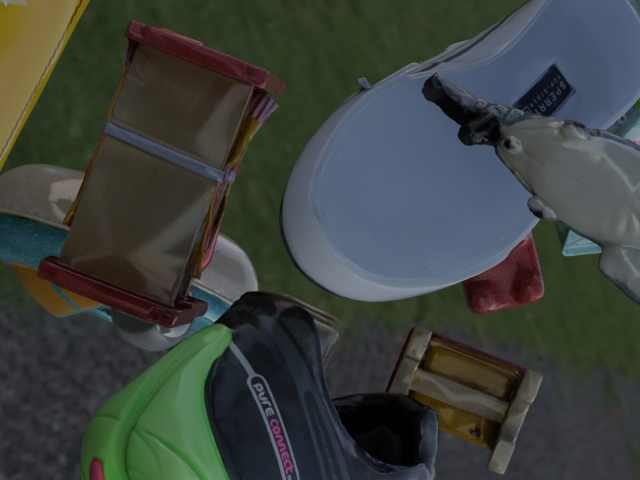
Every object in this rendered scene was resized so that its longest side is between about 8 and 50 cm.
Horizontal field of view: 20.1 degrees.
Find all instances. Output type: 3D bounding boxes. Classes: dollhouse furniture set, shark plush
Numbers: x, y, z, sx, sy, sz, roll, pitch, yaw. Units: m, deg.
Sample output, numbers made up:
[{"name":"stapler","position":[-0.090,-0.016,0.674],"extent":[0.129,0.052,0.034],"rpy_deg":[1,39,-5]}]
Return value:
[{"name":"dollhouse furniture set","position":[0.000,0.000,1.327],"extent":[0.374,0.201,0.152],"rpy_deg":[22,3,2]},{"name":"shark plush","position":[0.114,-0.022,0.799],"extent":[0.067,0.161,0.073],"rpy_deg":[-11,118,-71]}]

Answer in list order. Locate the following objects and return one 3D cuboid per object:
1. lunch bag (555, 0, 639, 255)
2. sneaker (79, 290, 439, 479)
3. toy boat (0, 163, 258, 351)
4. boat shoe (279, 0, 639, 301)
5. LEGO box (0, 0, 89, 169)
[{"name":"lunch bag","position":[0.283,-0.145,1.626],"extent":[0.262,0.160,0.223],"rpy_deg":[96,-12,-58]},{"name":"sneaker","position":[0.031,0.213,1.207],"extent":[0.185,0.202,0.483],"rpy_deg":[22,-24,38]},{"name":"toy boat","position":[-0.166,0.027,1.558],"extent":[0.267,0.318,0.148],"rpy_deg":[24,77,-18]},{"name":"boat shoe","position":[0.066,-0.057,1.166],"extent":[0.136,0.156,0.367],"rpy_deg":[55,46,-8]},{"name":"LEGO box","position":[-0.236,-0.221,0.553],"extent":[0.500,0.193,0.372],"rpy_deg":[74,31,-51]}]
